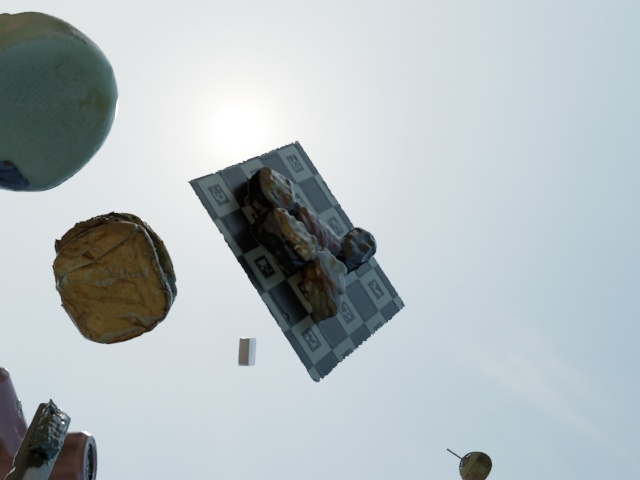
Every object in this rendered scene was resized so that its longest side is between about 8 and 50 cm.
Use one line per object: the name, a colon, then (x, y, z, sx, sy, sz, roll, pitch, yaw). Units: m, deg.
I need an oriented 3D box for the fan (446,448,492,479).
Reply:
fan: (0.259, 0.377, 1.655, 0.060, 0.080, 0.003, -28, 177, 1)

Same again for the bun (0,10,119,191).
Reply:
bun: (-0.472, -0.229, 1.513, 0.293, 0.293, 0.187, -43, -132, -5)

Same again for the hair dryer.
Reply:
hair dryer: (-0.545, 0.348, 1.785, 0.210, 0.352, 0.125, -1, -136, 0)

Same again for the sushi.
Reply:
sushi: (0.000, 0.000, 1.504, 0.064, 0.343, 0.359, -33, 178, 29)

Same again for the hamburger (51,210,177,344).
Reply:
hamburger: (-0.456, 0.079, 2.158, 0.260, 0.283, 0.144, -14, -163, -9)

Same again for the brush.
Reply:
brush: (-0.228, 0.182, 0.774, 0.027, 0.034, 0.190, -48, -164, 17)

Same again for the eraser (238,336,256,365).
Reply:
eraser: (-0.163, 0.249, 2.174, 0.026, 0.105, 0.065, 0, -97, 4)
